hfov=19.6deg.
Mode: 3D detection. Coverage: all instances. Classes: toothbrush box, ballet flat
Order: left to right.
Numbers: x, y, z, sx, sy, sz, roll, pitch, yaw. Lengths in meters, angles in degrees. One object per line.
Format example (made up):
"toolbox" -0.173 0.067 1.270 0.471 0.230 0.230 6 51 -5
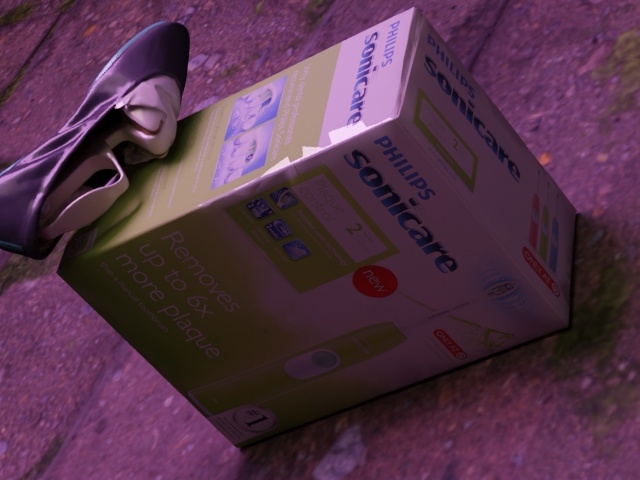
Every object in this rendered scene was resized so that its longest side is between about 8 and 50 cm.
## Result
"ballet flat" -0.142 -0.062 1.238 0.203 0.074 0.074 -46 30 -18
"toothbrush box" 0.000 0.000 1.256 0.283 0.206 0.122 -23 35 28
